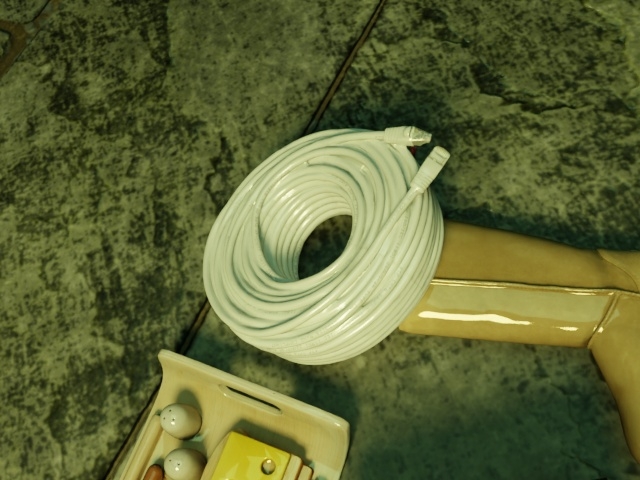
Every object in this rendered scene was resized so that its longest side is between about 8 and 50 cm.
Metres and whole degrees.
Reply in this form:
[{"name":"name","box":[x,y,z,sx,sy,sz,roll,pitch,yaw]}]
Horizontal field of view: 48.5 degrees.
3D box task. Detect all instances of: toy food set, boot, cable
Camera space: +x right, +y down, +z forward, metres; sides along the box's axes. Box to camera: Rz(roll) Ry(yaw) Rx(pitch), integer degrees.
[{"name":"toy food set","box":[-0.123,0.279,0.672,0.220,0.092,0.306,17,71,18]},{"name":"boot","box":[0.210,0.094,0.700,0.270,0.089,0.236,6,57,13]},{"name":"cable","box":[0.000,0.000,0.739,0.257,0.089,0.257,15,73,41]}]

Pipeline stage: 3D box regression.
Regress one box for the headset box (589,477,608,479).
[{"name":"headset box","box":[0.129,0.347,0.512,0.247,0.131,0.282,-16,83,17]}]

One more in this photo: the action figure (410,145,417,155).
[{"name":"action figure","box":[0.080,-0.060,0.822,0.038,0.030,0.115,15,72,11]}]
